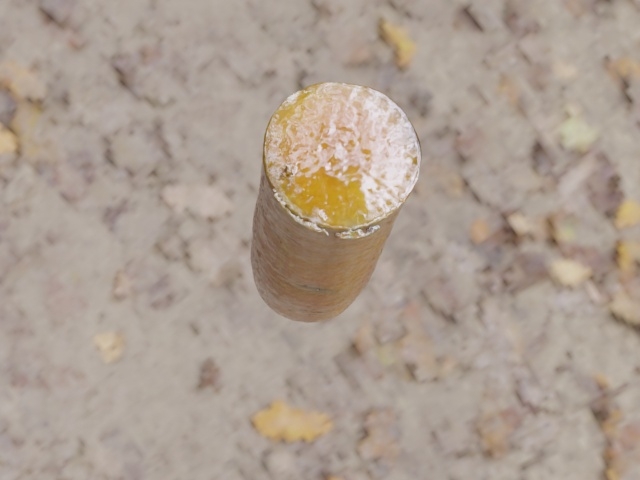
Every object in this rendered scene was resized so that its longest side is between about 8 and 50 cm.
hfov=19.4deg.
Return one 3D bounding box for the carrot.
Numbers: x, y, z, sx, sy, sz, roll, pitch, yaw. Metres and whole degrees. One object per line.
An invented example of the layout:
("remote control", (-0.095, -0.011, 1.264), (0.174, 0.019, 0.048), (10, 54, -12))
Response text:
("carrot", (0.000, 0.000, 0.590), (0.048, 0.139, 0.048), (2, 69, -5))
